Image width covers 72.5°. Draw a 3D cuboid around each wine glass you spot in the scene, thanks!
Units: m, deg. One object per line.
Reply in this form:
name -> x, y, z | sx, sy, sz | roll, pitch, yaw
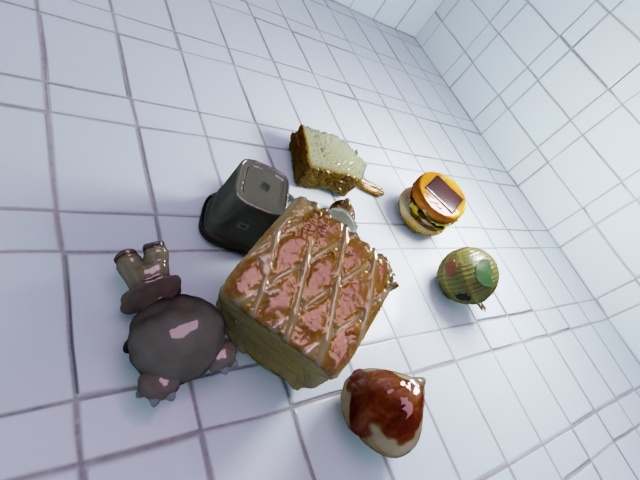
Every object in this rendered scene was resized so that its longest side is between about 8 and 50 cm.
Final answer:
wine glass -> 0.000, 0.000, 1.515 | 0.143, 0.143, 0.321 | 47, 40, 5

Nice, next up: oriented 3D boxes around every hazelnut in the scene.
hazelnut -> 0.194, 0.458, 1.206 | 0.261, 0.241, 0.261 | 39, -3, 3

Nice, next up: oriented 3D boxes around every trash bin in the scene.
trash bin -> -0.226, -0.102, 1.341 | 0.220, 0.250, 0.219 | 20, 52, -24

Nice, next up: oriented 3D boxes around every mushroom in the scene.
mushroom -> 0.086, -0.110, 1.720 | 0.126, 0.085, 0.109 | -23, 107, -49

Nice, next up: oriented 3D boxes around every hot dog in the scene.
hot dog -> 0.229, -0.235, 1.972 | 0.144, 0.038, 0.062 | 22, 42, -25

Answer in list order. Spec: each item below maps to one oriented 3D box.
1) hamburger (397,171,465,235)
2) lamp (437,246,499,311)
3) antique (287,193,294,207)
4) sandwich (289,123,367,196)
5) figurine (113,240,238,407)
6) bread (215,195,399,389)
hamburger -> 0.496, -0.156, 1.973 | 0.291, 0.225, 0.290 | 15, 52, -20
lamp -> 0.616, 0.167, 1.799 | 0.250, 0.250, 0.284 | -25, 92, -47
antique -> -0.183, -0.143, 1.531 | 0.183, 0.088, 0.086 | 32, 42, -14
sandwich -> 0.036, -0.322, 1.825 | 0.326, 0.131, 0.262 | 10, 49, -29
figurine -> -0.361, 0.175, 1.034 | 0.248, 0.203, 0.380 | -15, 65, -41
bread -> -0.044, 0.147, 1.177 | 0.371, 0.279, 0.390 | 38, 60, -4
